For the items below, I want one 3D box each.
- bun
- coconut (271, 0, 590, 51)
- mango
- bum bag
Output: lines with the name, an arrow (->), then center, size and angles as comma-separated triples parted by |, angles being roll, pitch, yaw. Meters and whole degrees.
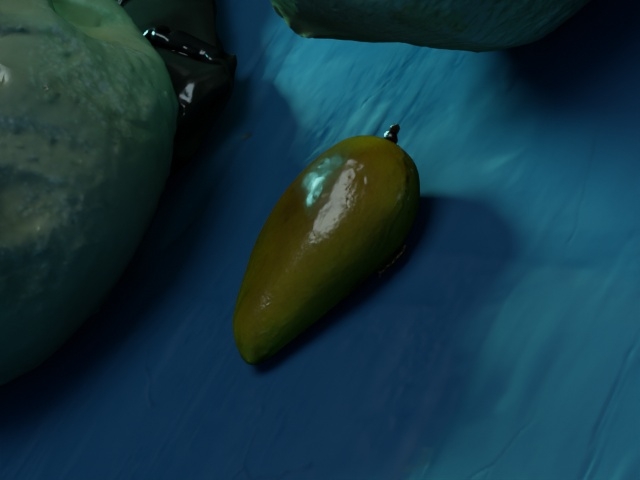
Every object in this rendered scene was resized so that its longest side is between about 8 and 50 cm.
bun -> -0.281, -0.056, 1.428 | 0.360, 0.211, 0.359 | -26, 49, 33
coconut -> 0.068, -0.297, 1.305 | 0.360, 0.346, 0.346 | -53, 26, 29
mango -> 0.000, 0.000, 1.278 | 0.187, 0.066, 0.101 | -52, 34, -4
bum bag -> -0.137, -0.161, 1.577 | 0.142, 0.079, 0.326 | -36, 35, 11
